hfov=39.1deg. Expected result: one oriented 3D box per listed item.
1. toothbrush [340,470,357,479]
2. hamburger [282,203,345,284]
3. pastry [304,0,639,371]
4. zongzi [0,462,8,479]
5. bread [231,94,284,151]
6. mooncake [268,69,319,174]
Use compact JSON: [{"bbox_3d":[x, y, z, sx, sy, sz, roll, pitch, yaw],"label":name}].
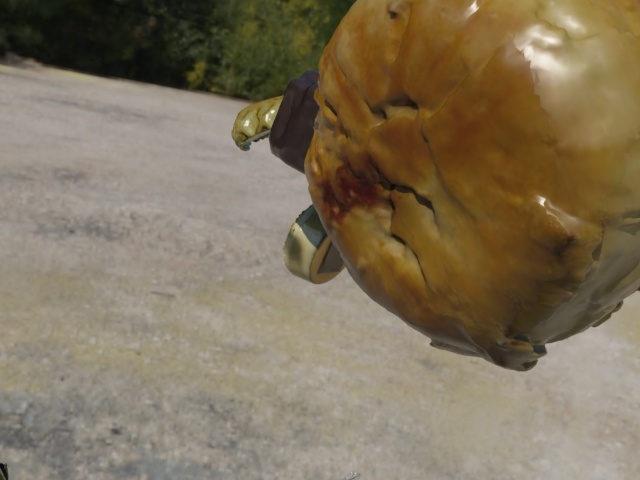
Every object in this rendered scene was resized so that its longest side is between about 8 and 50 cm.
[{"bbox_3d":[0.019,0.435,1.585,0.017,0.014,0.162,7,-33,-29],"label":"toothbrush"},{"bbox_3d":[0.000,0.000,1.357,0.081,0.126,0.141,34,38,30],"label":"hamburger"},{"bbox_3d":[0.169,-0.082,0.861,0.245,0.409,0.410,-19,28,-37],"label":"pastry"},{"bbox_3d":[-0.554,0.276,1.111,0.260,0.289,0.123,58,5,19],"label":"zongzi"},{"bbox_3d":[-0.087,-0.259,1.876,0.232,0.087,0.128,-17,8,36],"label":"bread"},{"bbox_3d":[0.075,-0.132,1.200,0.283,0.141,0.283,22,8,-3],"label":"mooncake"}]
